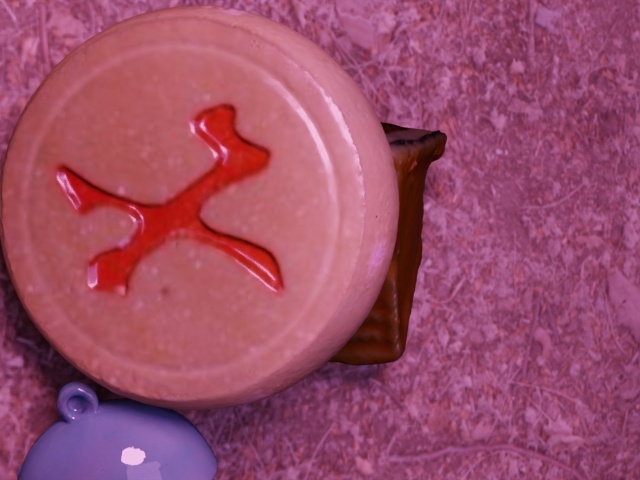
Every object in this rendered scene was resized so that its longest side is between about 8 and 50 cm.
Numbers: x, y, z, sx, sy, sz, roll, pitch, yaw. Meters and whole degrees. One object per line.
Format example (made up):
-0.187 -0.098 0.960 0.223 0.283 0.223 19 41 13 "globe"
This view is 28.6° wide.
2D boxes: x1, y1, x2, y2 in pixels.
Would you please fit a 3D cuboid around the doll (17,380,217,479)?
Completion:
-0.161 0.258 1.112 0.177 0.141 0.314 -19 113 -2 "doll"

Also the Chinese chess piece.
-0.101 -0.027 1.061 0.338 0.140 0.338 1 93 12 "Chinese chess piece"

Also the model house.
-0.010 -0.002 1.223 0.268 0.173 0.239 4 99 -2 "model house"
